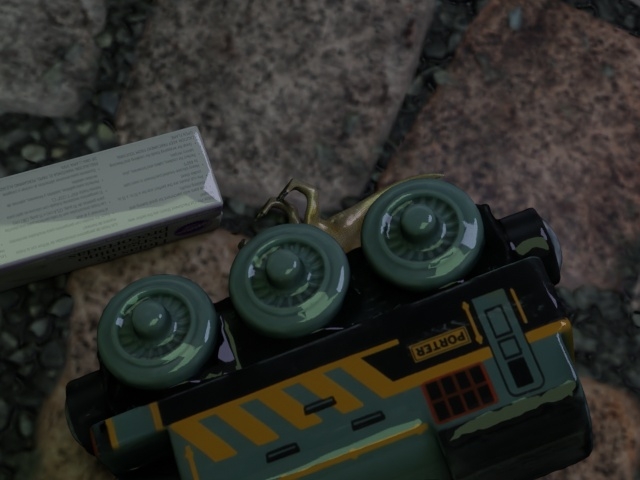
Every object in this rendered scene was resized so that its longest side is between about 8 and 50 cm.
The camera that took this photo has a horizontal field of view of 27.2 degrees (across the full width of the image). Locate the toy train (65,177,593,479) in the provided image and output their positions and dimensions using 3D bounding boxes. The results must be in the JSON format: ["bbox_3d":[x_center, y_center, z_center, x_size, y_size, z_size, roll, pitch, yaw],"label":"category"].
[{"bbox_3d":[0.008,0.092,0.820,0.334,0.142,0.190,-20,58,-1],"label":"toy train"}]

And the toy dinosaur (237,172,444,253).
[{"bbox_3d":[0.000,0.000,0.954,0.092,0.053,0.183,41,78,-9],"label":"toy dinosaur"}]

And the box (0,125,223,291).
[{"bbox_3d":[-0.229,0.000,0.907,0.324,0.063,0.067,-17,76,-13],"label":"box"}]
